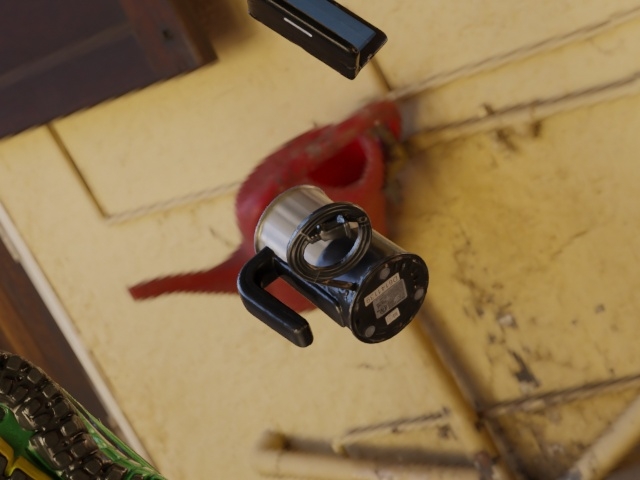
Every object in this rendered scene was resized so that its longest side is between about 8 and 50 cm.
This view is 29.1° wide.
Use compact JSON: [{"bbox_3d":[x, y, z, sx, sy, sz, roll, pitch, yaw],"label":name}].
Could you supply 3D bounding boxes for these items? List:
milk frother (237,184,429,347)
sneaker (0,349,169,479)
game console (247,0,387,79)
[{"bbox_3d":[0.000,0.000,1.001,0.129,0.143,0.134,-22,40,-32],"label":"milk frother"},{"bbox_3d":[-0.200,0.223,1.101,0.134,0.343,0.146,-40,8,-8],"label":"sneaker"},{"bbox_3d":[-0.001,-0.214,1.158,0.071,0.122,0.107,-56,-6,-9],"label":"game console"}]
